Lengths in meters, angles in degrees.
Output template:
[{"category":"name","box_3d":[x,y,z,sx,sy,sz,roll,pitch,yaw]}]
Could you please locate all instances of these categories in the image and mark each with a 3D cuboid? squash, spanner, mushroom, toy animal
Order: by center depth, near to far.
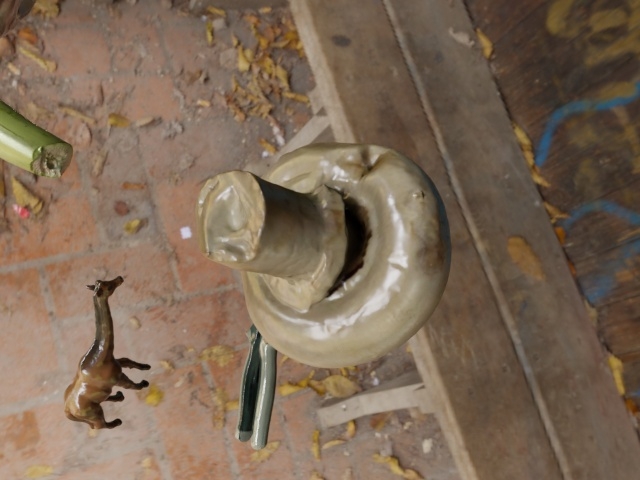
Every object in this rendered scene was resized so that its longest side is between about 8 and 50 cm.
[{"category":"mushroom","box_3d":[0.000,0.000,0.833,0.290,0.292,0.293,25,55,-59]},{"category":"squash","box_3d":[-0.483,-0.176,1.039,0.250,0.083,0.083,32,58,12]},{"category":"toy animal","box_3d":[-0.327,0.177,1.081,0.066,0.230,0.224,31,80,33]},{"category":"spanner","box_3d":[-0.103,0.203,1.259,0.040,0.095,0.325,11,84,-34]}]

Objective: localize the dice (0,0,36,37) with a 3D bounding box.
[{"category":"dice","box_3d":[-0.305,-0.264,0.544,0.179,0.175,0.174,33,29,-15]}]
